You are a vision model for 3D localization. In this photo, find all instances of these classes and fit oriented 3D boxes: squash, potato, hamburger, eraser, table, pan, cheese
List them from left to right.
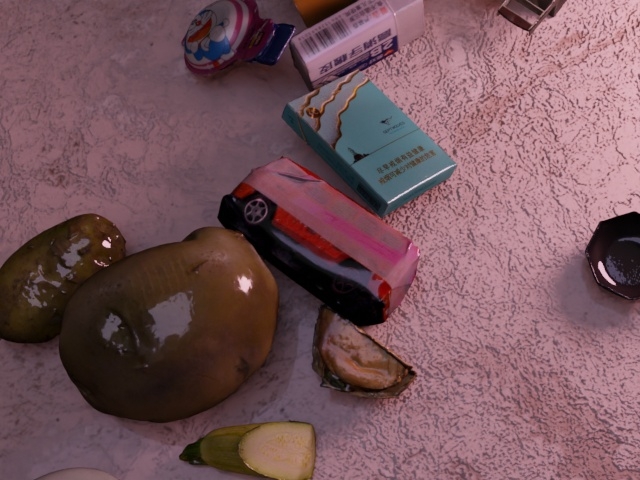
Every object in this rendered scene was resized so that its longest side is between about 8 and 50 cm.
[{"bbox_3d":[-0.402,0.061,1.903,0.149,0.113,0.251,44,90,10],"label":"potato"},{"bbox_3d":[-0.211,0.129,1.797,0.326,0.221,0.243,-22,69,-5],"label":"potato"},{"bbox_3d":[-0.137,-0.321,1.978,0.244,0.062,0.155,19,76,45],"label":"cheese"},{"bbox_3d":[-0.111,0.303,1.805,0.200,0.075,0.090,-1,98,8],"label":"squash"},{"bbox_3d":[0.046,0.179,1.827,0.176,0.087,0.102,35,90,9],"label":"hamburger"},{"bbox_3d":[0.059,-0.318,1.960,0.210,0.124,0.068,-29,71,-4],"label":"eraser"},{"bbox_3d":[0.321,-0.416,1.992,0.146,0.062,0.175,36,79,16],"label":"table"},{"bbox_3d":[0.465,0.061,1.828,0.128,0.048,0.202,-17,69,3],"label":"pan"}]

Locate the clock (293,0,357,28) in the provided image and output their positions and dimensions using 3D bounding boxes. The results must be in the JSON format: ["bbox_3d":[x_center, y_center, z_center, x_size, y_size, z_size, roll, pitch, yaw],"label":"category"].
[{"bbox_3d":[0.022,-0.519,2.001,0.244,0.200,0.317,-19,62,3],"label":"clock"}]

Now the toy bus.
[{"bbox_3d":[0.000,0.000,1.865,0.303,0.127,0.147,37,75,18],"label":"toy bus"}]

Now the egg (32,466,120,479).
[{"bbox_3d":[-0.386,0.476,1.702,0.230,0.230,0.371,36,84,16],"label":"egg"}]

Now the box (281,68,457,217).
[{"bbox_3d":[0.074,-0.151,1.910,0.162,0.041,0.229,-30,67,-36],"label":"box"}]
